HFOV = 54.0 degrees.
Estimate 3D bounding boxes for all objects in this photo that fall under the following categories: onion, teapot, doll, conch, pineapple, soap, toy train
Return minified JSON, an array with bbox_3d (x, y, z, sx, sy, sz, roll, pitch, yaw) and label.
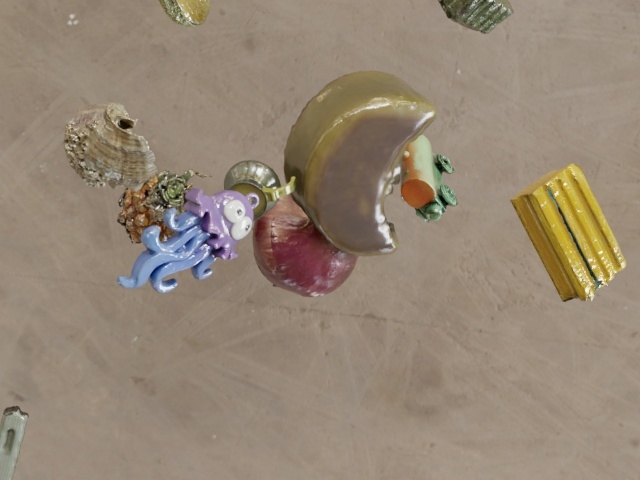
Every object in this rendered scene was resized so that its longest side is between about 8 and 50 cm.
[{"bbox_3d":[0.000,0.000,1.805,0.385,0.348,0.348,-2,126,47],"label":"onion"},{"bbox_3d":[-0.137,-0.111,1.387,0.165,0.119,0.130,-6,120,11],"label":"teapot"},{"bbox_3d":[-0.156,0.000,0.774,0.206,0.067,0.110,-38,127,-22],"label":"doll"},{"bbox_3d":[-0.384,-0.178,1.175,0.178,0.163,0.245,34,155,-24],"label":"conch"},{"bbox_3d":[-0.433,-0.108,1.779,0.262,0.262,0.271,34,160,-13],"label":"pineapple"},{"bbox_3d":[0.658,-0.018,1.659,0.324,0.204,0.096,62,153,-4],"label":"soap"},{"bbox_3d":[0.272,-0.175,1.673,0.116,0.285,0.177,-33,119,29],"label":"toy train"}]

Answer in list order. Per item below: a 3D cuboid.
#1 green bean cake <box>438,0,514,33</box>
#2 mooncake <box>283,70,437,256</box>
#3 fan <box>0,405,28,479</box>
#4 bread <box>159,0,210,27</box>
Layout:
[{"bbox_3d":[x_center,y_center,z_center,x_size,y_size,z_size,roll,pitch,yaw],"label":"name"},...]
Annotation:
[{"bbox_3d":[0.327,-0.560,1.402,0.094,0.181,0.173,-36,70,38],"label":"green bean cake"},{"bbox_3d":[0.112,-0.190,1.499,0.394,0.246,0.393,-40,130,-1],"label":"mooncake"},{"bbox_3d":[-0.271,0.254,0.442,0.223,0.012,0.294,-9,113,0],"label":"fan"},{"bbox_3d":[-0.298,-0.588,1.272,0.056,0.207,0.286,0,134,31],"label":"bread"}]
